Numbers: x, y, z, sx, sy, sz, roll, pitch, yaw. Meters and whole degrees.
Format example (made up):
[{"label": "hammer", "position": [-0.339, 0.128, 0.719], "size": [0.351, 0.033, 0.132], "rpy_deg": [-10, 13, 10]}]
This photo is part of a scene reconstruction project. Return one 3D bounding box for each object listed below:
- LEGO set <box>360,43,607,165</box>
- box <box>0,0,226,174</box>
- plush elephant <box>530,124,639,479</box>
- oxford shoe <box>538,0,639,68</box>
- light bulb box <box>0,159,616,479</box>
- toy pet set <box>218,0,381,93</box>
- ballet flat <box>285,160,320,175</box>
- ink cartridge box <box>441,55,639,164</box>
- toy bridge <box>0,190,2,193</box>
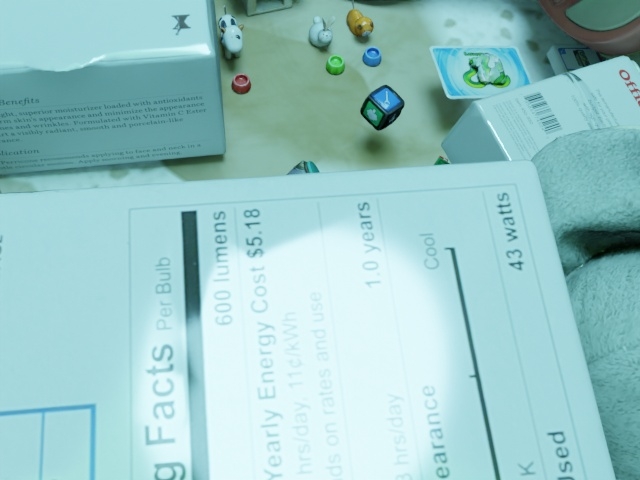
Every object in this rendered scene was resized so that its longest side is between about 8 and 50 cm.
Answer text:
[{"label": "LEGO set", "position": [0.152, -0.060, 0.614], "size": [0.244, 0.060, 0.182], "rpy_deg": [-5, 63, -20]}, {"label": "box", "position": [-0.164, -0.156, 0.582], "size": [0.181, 0.119, 0.182], "rpy_deg": [-6, 64, -5]}, {"label": "plush elephant", "position": [0.222, 0.074, 0.434], "size": [0.255, 0.330, 0.272], "rpy_deg": [-3, 69, 14]}, {"label": "oxford shoe", "position": [0.208, -0.254, 0.689], "size": [0.130, 0.123, 0.348], "rpy_deg": [23, 42, -40]}, {"label": "light bulb box", "position": [-0.069, 0.176, 0.365], "size": [0.361, 0.225, 0.358], "rpy_deg": [-4, 64, -6]}, {"label": "toy pet set", "position": [-0.023, -0.186, 0.643], "size": [0.122, 0.065, 0.114], "rpy_deg": [-15, 65, -12]}, {"label": "ballet flat", "position": [0.000, 0.000, 0.570], "size": [0.041, 0.041, 0.114], "rpy_deg": [-19, 66, -13]}, {"label": "ink cartridge box", "position": [0.164, -0.054, 0.550], "size": [0.135, 0.056, 0.099], "rpy_deg": [-19, 73, -24]}, {"label": "toy bridge", "position": [-0.226, -0.034, 0.550], "size": [0.188, 0.063, 0.026], "rpy_deg": [24, 64, 6]}]
